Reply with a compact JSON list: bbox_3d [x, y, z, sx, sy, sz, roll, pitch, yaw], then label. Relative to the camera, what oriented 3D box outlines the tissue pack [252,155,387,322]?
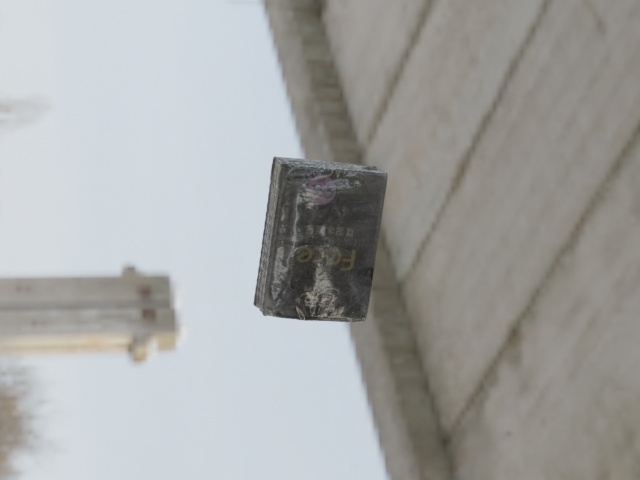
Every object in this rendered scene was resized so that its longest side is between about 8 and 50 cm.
[{"bbox_3d":[0.000,0.000,1.579,0.051,0.112,0.156,-140,-124,-69],"label":"tissue pack"}]
